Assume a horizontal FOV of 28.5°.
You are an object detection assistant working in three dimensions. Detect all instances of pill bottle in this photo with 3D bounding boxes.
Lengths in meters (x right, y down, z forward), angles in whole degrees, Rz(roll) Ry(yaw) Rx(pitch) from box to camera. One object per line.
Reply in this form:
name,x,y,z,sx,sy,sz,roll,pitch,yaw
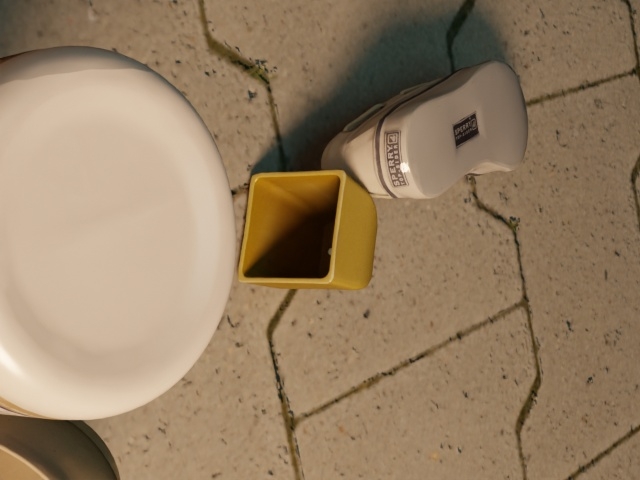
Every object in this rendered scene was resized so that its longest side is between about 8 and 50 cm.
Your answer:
pill bottle,-0.180,0.001,0.587,0.153,0.264,0.153,3,86,-49

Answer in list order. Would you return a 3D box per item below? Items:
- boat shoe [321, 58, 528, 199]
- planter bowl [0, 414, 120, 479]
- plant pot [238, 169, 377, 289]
boat shoe,0.091,-0.083,1.019,0.267,0.088,0.096,-34,115,-56
planter bowl,-0.171,0.153,0.683,0.109,0.162,0.162,-50,127,-69
plant pot,0.000,0.000,0.922,0.083,0.081,0.081,25,69,-55
